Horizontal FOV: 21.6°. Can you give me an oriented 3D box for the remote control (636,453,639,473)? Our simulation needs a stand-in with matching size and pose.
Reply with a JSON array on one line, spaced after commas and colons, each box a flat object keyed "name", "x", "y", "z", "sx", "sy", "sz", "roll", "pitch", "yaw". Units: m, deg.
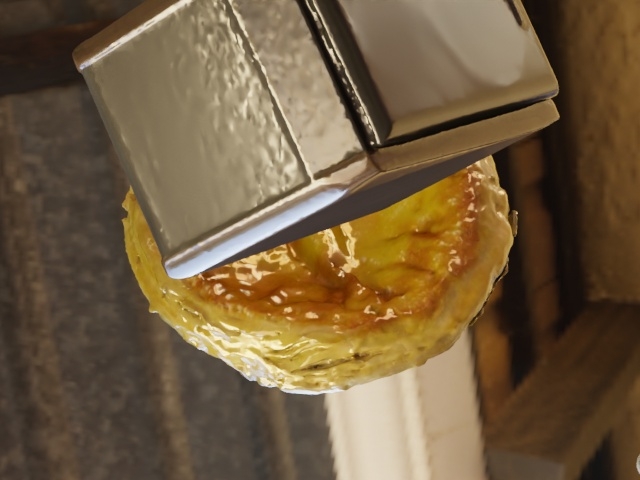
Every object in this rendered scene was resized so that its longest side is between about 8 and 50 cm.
[{"name": "remote control", "x": 0.251, "y": 0.165, "z": 0.929, "sx": 0.184, "sy": 0.027, "sz": 0.050, "roll": 43, "pitch": -96, "yaw": -14}]

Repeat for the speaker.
[{"name": "speaker", "x": 0.002, "y": -0.093, "z": 1.007, "sx": 0.231, "sy": 0.192, "sz": 0.153, "roll": -20, "pitch": -94, "yaw": -54}]

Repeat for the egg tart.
[{"name": "egg tart", "x": 0.001, "y": 0.001, "z": 1.416, "sx": 0.341, "sy": 0.341, "sz": 0.132, "roll": -49, "pitch": -30, "yaw": -26}]
